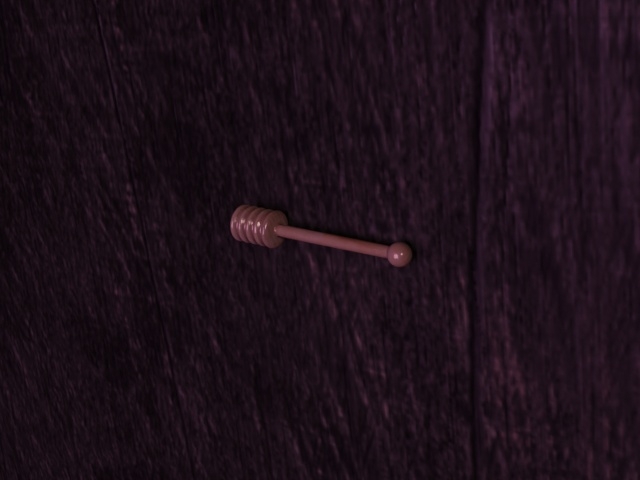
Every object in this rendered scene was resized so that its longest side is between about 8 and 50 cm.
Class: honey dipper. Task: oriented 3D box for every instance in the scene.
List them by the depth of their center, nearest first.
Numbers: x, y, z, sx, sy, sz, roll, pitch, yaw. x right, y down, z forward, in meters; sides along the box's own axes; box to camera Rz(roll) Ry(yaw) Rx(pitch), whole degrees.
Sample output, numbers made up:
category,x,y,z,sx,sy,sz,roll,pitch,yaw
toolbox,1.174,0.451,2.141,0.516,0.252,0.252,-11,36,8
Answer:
category,x,y,z,sx,sy,sz,roll,pitch,yaw
honey dipper,0.000,0.000,0.777,0.160,0.030,0.031,13,115,37
